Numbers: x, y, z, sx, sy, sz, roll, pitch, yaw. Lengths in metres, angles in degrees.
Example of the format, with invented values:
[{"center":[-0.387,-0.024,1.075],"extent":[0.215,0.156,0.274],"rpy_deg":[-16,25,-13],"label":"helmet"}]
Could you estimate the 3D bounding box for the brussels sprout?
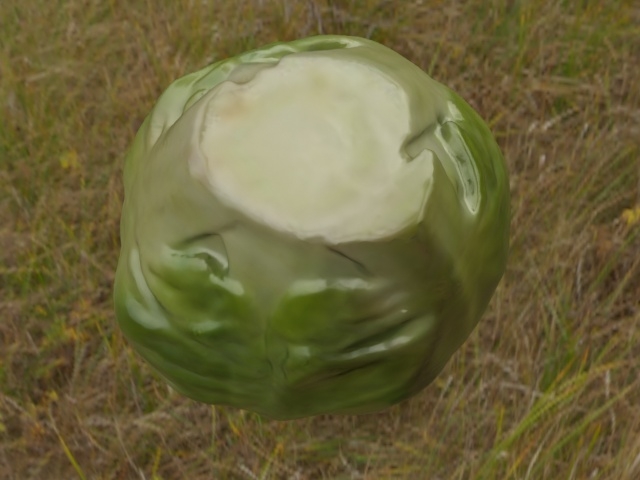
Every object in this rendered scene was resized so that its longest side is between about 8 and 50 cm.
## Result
[{"center":[0.001,-0.005,0.487],"extent":[0.162,0.180,0.143],"rpy_deg":[4,65,-13],"label":"brussels sprout"}]
